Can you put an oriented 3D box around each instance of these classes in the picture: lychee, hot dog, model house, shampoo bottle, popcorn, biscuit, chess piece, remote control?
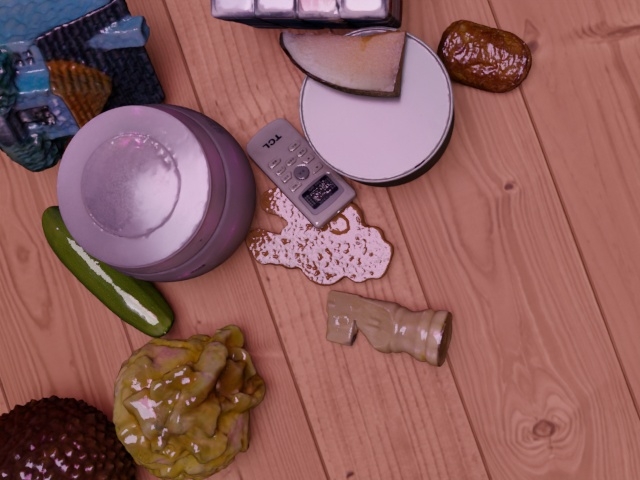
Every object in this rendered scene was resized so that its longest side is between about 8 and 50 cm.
[{"bbox_3d":[-0.428,0.380,1.320,0.267,0.267,0.268,0,91,9],"label":"lychee"},{"bbox_3d":[0.253,-0.286,1.298,0.147,0.065,0.099,13,92,-3],"label":"hot dog"},{"bbox_3d":[-0.363,-0.247,1.291,0.240,0.261,0.226,-2,61,7],"label":"model house"},{"bbox_3d":[-0.242,-0.071,1.278,0.272,0.266,0.273,0,90,10],"label":"shampoo bottle"},{"bbox_3d":[-0.209,0.255,1.310,0.259,0.212,0.259,2,98,12],"label":"popcorn"},{"bbox_3d":[0.002,-0.003,1.355,0.236,0.040,0.144,19,98,8],"label":"biscuit"},{"bbox_3d":[0.102,0.135,1.326,0.200,0.090,0.090,11,92,20],"label":"chess piece"},{"bbox_3d":[-0.035,-0.111,1.342,0.087,0.029,0.190,-40,74,-7],"label":"remote control"}]

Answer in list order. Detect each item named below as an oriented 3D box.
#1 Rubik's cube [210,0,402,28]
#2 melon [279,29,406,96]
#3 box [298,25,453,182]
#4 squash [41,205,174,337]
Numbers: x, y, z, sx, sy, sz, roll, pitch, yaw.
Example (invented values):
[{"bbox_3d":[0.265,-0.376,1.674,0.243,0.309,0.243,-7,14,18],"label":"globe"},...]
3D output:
[{"bbox_3d":[-0.010,-0.443,1.225,0.256,0.259,0.254,3,100,11],"label":"Rubik's cube"},{"bbox_3d":[0.028,-0.254,1.191,0.182,0.054,0.098,3,85,10],"label":"melon"},{"bbox_3d":[0.090,-0.197,1.281,0.226,0.149,0.226,0,91,9],"label":"box"},{"bbox_3d":[-0.353,0.055,1.388,0.292,0.082,0.082,44,97,6],"label":"squash"}]
